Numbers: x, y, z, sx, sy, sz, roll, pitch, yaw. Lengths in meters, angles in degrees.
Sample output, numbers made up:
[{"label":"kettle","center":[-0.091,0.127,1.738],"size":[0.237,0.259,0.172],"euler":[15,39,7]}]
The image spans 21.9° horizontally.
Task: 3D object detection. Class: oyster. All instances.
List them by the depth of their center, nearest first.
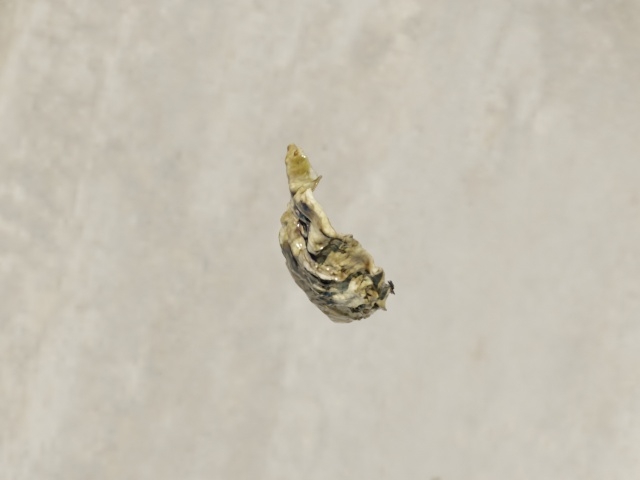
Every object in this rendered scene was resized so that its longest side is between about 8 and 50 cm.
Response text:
[{"label":"oyster","center":[0.002,0.009,1.070],"size":[0.051,0.148,0.103],"euler":[-34,40,-2]}]
